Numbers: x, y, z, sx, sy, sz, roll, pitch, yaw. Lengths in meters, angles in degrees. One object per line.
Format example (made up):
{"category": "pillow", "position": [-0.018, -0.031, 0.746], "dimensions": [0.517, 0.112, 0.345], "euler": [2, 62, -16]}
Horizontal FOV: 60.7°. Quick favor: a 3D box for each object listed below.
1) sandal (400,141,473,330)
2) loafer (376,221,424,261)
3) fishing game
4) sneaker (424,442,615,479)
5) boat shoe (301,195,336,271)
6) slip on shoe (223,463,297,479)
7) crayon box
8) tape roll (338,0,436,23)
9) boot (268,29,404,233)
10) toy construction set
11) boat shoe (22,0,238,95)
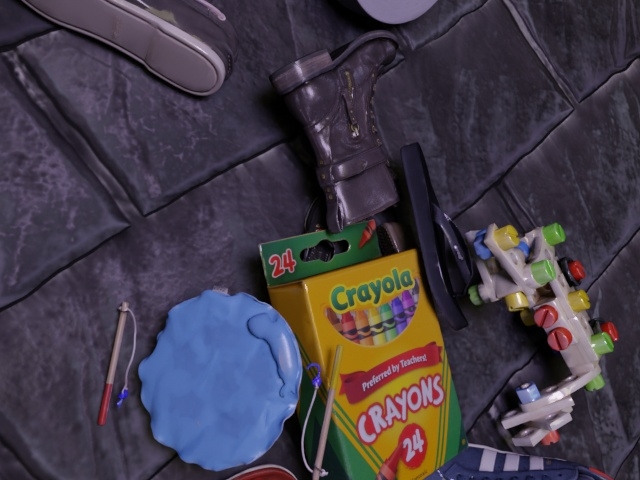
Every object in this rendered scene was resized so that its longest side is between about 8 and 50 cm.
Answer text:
{"category": "sandal", "position": [0.158, -0.010, 0.712], "dimensions": [0.054, 0.097, 0.255], "euler": [-14, 83, 17]}
{"category": "loafer", "position": [0.129, 0.039, 0.762], "dimensions": [0.050, 0.056, 0.148], "euler": [-21, 89, -19]}
{"category": "fishing game", "position": [-0.108, 0.145, 0.590], "dimensions": [0.264, 0.041, 0.189], "euler": [5, 81, 13]}
{"category": "sneaker", "position": [0.266, 0.340, 0.714], "dimensions": [0.349, 0.148, 0.131], "euler": [6, 78, -22]}
{"category": "boat shoe", "position": [0.002, 0.000, 0.723], "dimensions": [0.048, 0.042, 0.133], "euler": [17, 72, -18]}
{"category": "slip on shoe", "position": [-0.155, 0.343, 0.557], "dimensions": [0.331, 0.101, 0.123], "euler": [-22, 91, -24]}
{"category": "crayon box", "position": [0.056, 0.136, 0.665], "dimensions": [0.202, 0.081, 0.319], "euler": [-14, 89, -39]}
{"category": "tape roll", "position": [0.102, -0.423, 0.761], "dimensions": [0.219, 0.072, 0.219], "euler": [-23, 134, -27]}
{"category": "boot", "position": [0.055, -0.149, 0.748], "dimensions": [0.263, 0.091, 0.229], "euler": [-35, 104, -39]}
{"category": "toy construction set", "position": [0.315, 0.118, 0.777], "dimensions": [0.215, 0.151, 0.328], "euler": [-20, 97, -50]}
{"category": "boat shoe", "position": [-0.248, -0.297, 0.642], "dimensions": [0.335, 0.112, 0.096], "euler": [31, 52, -21]}
